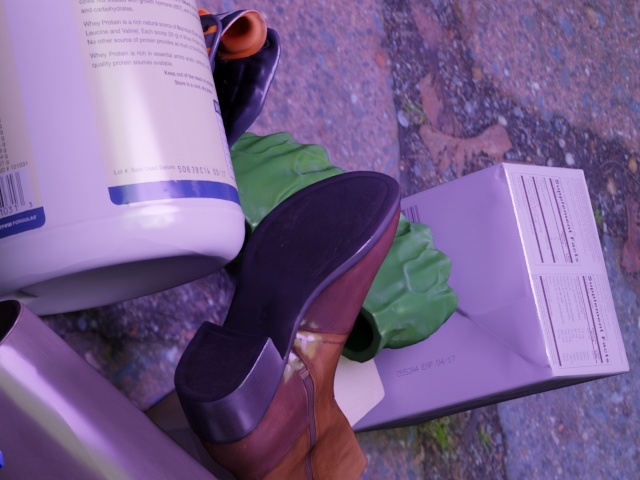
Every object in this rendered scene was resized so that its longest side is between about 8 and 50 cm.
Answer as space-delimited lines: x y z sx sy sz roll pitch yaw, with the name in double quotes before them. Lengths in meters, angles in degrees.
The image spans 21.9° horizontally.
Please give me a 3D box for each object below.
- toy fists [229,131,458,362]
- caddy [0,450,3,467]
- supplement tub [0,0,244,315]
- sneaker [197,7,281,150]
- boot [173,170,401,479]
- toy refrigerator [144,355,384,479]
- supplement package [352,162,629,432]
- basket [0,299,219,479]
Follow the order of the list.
"toy fists" 0.000 0.000 1.507 0.279 0.096 0.142 37 47 23
"caddy" -0.323 0.186 0.925 0.341 0.241 0.179 5 70 -63
"supplement tub" -0.201 -0.120 1.282 0.235 0.235 0.325 -1 76 -51
"sneaker" -0.124 -0.200 1.456 0.124 0.180 0.321 3 72 -51
"boot" 0.009 0.115 1.339 0.264 0.096 0.280 -61 148 -30
"toy refrigerator" -0.058 0.154 1.460 0.269 0.094 0.102 -36 110 -51
"supplement package" 0.132 0.059 1.592 0.145 0.261 0.204 2 73 -51
"basket" -0.199 0.167 1.197 0.227 0.204 0.154 56 -2 -20
